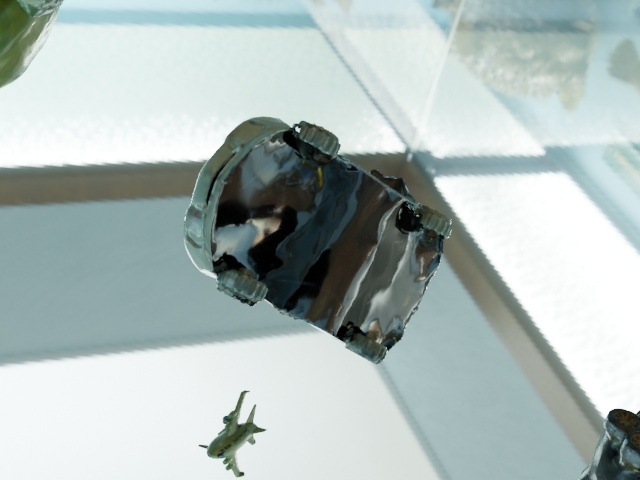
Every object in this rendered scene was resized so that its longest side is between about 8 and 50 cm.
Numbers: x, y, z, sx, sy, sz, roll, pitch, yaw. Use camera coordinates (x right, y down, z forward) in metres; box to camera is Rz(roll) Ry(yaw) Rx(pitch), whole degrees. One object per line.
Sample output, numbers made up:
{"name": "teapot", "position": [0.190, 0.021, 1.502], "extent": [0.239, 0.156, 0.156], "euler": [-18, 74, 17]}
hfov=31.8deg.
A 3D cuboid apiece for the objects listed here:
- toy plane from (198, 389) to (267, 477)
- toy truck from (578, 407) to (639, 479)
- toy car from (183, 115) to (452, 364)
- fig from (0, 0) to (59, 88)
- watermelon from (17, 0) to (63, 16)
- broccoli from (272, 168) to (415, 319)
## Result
{"name": "toy plane", "position": [-0.098, 0.220, 1.250], "extent": [0.040, 0.102, 0.111], "euler": [6, -169, 28]}
{"name": "toy truck", "position": [0.177, 0.132, 0.565], "extent": [0.063, 0.052, 0.123], "euler": [8, -152, -14]}
{"name": "toy car", "position": [0.000, 0.000, 0.608], "extent": [0.056, 0.095, 0.205], "euler": [25, 177, 42]}
{"name": "fig", "position": [-0.329, -0.213, 1.024], "extent": [0.167, 0.167, 0.233], "euler": [11, -140, -8]}
{"name": "watermelon", "position": [-0.190, -0.285, 0.905], "extent": [0.094, 0.154, 0.241], "euler": [-8, -155, 20]}
{"name": "broccoli", "position": [-0.007, -0.029, 1.448], "extent": [0.247, 0.263, 0.243], "euler": [-40, -79, -23]}
